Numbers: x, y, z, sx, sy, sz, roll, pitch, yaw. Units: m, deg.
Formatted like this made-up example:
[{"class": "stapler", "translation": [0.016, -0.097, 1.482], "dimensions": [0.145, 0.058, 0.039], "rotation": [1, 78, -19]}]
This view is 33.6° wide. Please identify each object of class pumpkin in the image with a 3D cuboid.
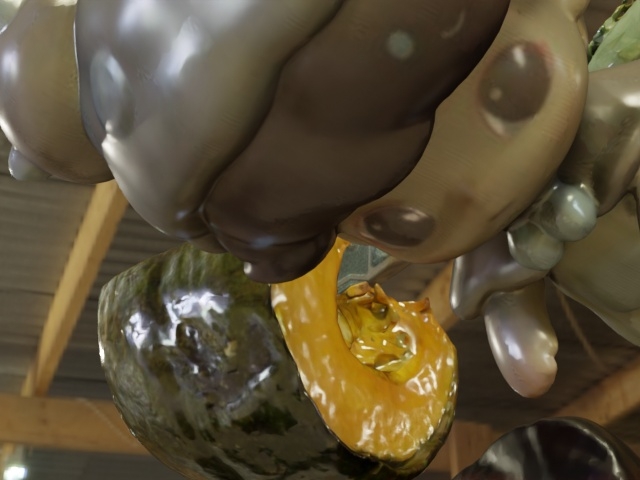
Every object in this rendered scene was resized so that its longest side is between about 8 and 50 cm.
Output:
[{"class": "pumpkin", "translation": [-0.033, 0.109, 0.956], "dimensions": [0.225, 0.256, 0.303], "rotation": [-22, -70, 38]}]

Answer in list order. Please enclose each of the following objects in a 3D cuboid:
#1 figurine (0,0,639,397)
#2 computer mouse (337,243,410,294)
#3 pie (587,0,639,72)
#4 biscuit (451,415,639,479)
[{"class": "figurine", "translation": [0.058, -0.065, 0.463], "dimensions": [0.380, 0.203, 0.248], "rotation": [26, -54, -22]}, {"class": "computer mouse", "translation": [0.000, 0.000, 1.262], "dimensions": [0.389, 0.199, 0.115], "rotation": [-32, -3, 12]}, {"class": "pie", "translation": [0.384, -0.179, 0.947], "dimensions": [0.371, 0.078, 0.296], "rotation": [-8, -44, -29]}, {"class": "biscuit", "translation": [0.160, 0.344, 0.863], "dimensions": [0.091, 0.407, 0.407], "rotation": [27, -39, -13]}]
